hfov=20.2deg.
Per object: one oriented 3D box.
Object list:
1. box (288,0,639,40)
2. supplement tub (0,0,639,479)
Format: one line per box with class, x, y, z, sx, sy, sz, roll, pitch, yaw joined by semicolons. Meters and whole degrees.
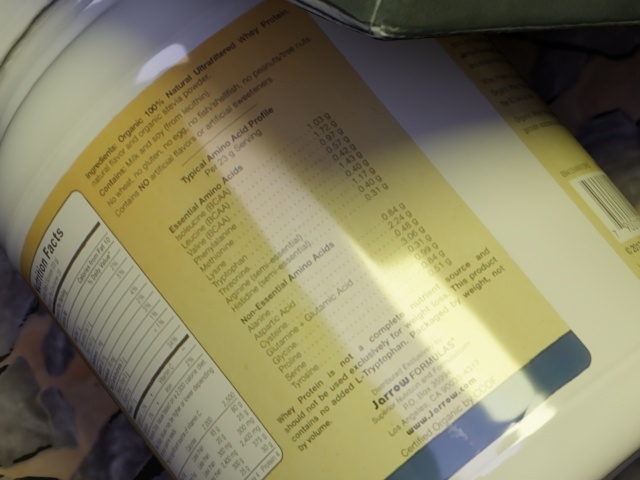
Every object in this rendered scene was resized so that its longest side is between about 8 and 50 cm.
box;0.089;-0.291;0.621;0.212;0.293;0.395;32;116;33
supplement tub;0.000;0.000;0.787;0.228;0.228;0.316;-39;77;2
